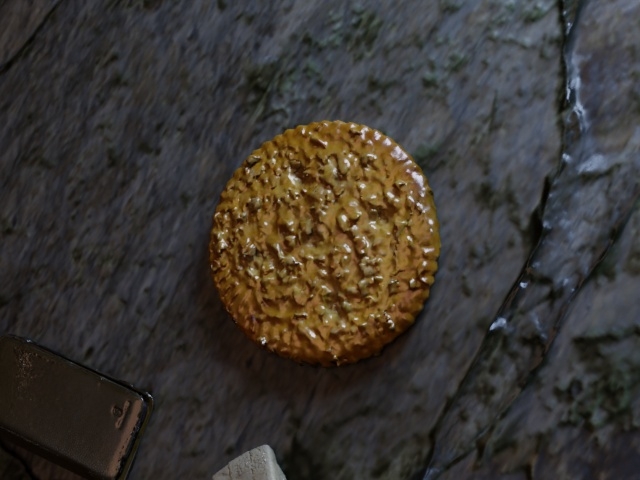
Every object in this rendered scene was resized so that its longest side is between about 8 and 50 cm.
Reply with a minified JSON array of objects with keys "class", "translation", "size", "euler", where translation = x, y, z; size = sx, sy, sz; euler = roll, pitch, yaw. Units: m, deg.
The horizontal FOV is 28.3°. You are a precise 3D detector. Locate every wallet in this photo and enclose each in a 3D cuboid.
[{"class":"wallet","translation":[-0.274,0.179,1.344],"size":[0.198,0.031,0.110],"euler":[21,87,24]}]

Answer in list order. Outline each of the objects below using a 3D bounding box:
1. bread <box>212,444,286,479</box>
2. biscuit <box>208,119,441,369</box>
[{"class":"bread","translation":[-0.044,0.290,1.232],"size":[0.077,0.105,0.152],"euler":[-29,38,15]},{"class":"biscuit","translation":[0.000,0.000,1.265],"size":[0.254,0.035,0.254],"euler":[-5,77,22]}]
